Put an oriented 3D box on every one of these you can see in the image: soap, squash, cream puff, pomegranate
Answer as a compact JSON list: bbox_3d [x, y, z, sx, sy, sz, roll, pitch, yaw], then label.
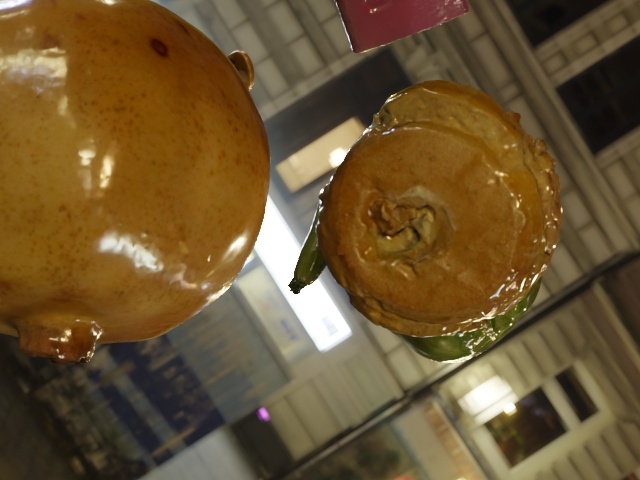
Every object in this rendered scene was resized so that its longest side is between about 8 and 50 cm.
[{"bbox_3d":[0.087,-0.404,1.703,0.081,0.181,0.259,-103,174,-54],"label":"soap"},{"bbox_3d":[0.000,0.000,1.857,0.052,0.183,0.052,22,-9,4],"label":"squash"},{"bbox_3d":[0.159,-0.042,1.642,0.231,0.327,0.342,-21,110,-68],"label":"cream puff"},{"bbox_3d":[-0.260,-0.056,1.270,0.416,0.417,0.416,57,-3,5],"label":"pomegranate"}]

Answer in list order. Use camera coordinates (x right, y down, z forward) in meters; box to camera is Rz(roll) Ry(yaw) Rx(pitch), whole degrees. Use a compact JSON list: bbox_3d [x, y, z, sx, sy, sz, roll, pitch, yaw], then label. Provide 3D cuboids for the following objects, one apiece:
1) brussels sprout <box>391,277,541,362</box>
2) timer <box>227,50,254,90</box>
[{"bbox_3d":[0.197,0.011,1.927,0.281,0.289,0.354,37,-16,36],"label":"brussels sprout"},{"bbox_3d":[-0.231,-0.213,2.109,0.233,0.240,0.233,23,-61,51],"label":"timer"}]
